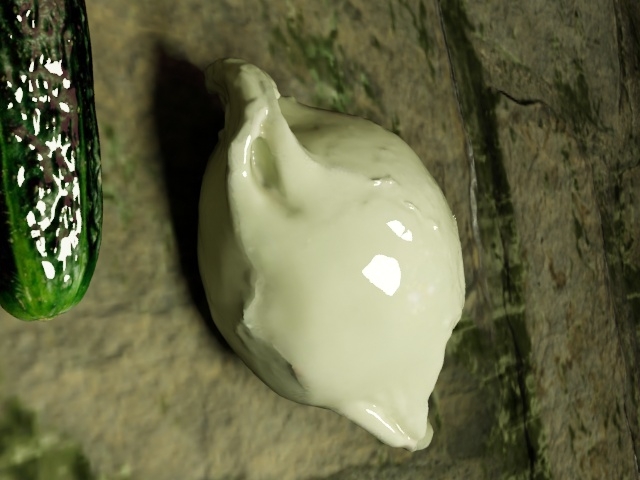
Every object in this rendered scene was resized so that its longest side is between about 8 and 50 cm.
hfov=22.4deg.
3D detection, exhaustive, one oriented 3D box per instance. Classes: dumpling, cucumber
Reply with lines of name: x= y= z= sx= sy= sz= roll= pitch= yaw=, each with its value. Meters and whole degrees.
dumpling: x=0.000 y=0.000 z=0.926 sx=0.258 sy=0.147 sz=0.193 roll=61 pitch=1 yaw=-28
cucumber: x=-0.136 y=-0.083 z=0.718 sx=0.074 sy=0.074 sz=0.241 roll=-22 pitch=104 yaw=-64
